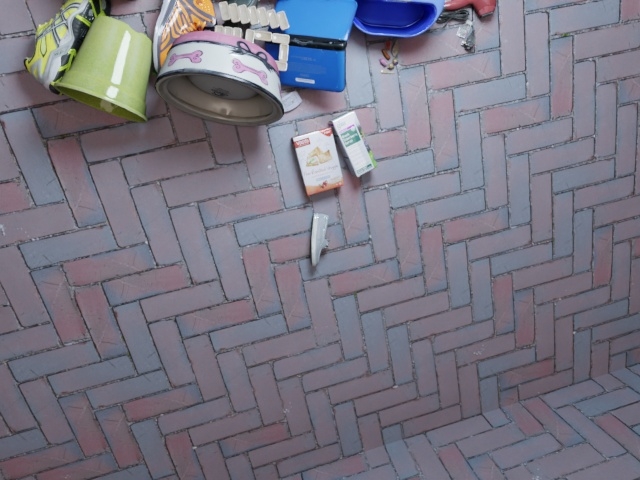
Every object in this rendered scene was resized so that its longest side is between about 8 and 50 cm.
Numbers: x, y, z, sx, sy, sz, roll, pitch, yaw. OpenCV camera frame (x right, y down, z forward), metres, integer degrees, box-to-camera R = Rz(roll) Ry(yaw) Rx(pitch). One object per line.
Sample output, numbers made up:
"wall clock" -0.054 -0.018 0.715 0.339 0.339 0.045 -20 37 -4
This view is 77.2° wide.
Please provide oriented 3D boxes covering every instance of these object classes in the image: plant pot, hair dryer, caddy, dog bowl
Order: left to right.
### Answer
"plant pot" -0.667 -0.555 1.294 0.276 0.276 0.253 17 91 -15
"dog bowl" -0.313 -0.515 1.304 0.408 0.408 0.150 7 87 -13
"caddy" 0.251 -0.839 1.376 0.341 0.179 0.241 3 125 -2
"hair dryer" 0.557 -0.904 1.514 0.224 0.080 0.293 22 100 -16

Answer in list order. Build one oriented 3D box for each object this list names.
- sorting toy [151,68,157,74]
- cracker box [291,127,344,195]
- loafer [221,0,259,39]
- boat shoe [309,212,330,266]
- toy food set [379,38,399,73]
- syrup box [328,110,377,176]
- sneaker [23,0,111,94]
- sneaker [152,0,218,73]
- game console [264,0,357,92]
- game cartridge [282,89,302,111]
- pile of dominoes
"sorting toy" -0.557 -0.609 1.413 0.083 0.012 0.062 -10 105 -8
"cracker box" -0.010 -0.311 1.578 0.156 0.067 0.232 -17 108 -6
"loafer" -0.276 -0.780 1.397 0.096 0.084 0.267 26 97 15
"boat shoe" 0.000 -0.001 1.663 0.081 0.079 0.227 2 102 -7
"toy food set" 0.265 -0.710 1.543 0.078 0.019 0.122 -2 106 -11
"syrup box" 0.126 -0.379 1.571 0.093 0.096 0.237 -28 110 -2
"sneaker" -0.814 -0.670 1.280 0.147 0.145 0.384 31 91 -5
"sneaker" -0.446 -0.701 1.346 0.180 0.124 0.321 15 100 -14
"game console" -0.030 -0.691 1.411 0.293 0.173 0.250 14 142 15
"game cartridge" -0.115 -0.527 1.523 0.083 0.017 0.056 -31 106 -1
"pile of dominoes" -0.226 -0.678 1.345 0.251 0.040 0.196 7 95 -2
